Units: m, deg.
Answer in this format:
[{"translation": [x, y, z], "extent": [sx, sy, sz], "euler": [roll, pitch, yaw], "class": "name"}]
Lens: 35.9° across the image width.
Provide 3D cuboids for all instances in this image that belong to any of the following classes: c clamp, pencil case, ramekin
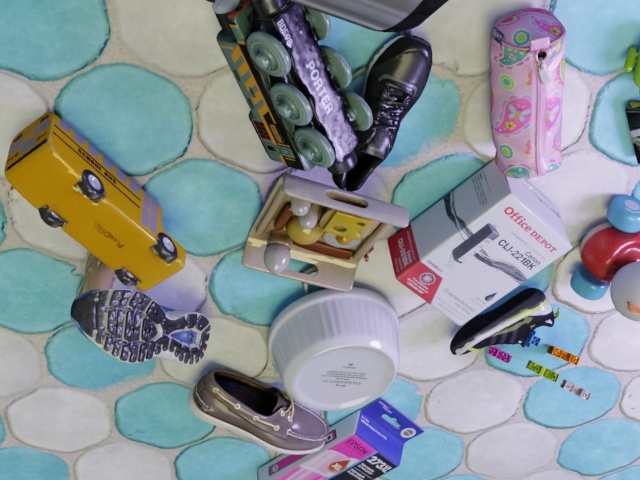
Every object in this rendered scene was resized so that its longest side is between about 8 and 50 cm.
[{"translation": [-0.006, 0.104, 1.934], "extent": [0.137, 0.022, 0.161], "euler": [-8, 132, 0], "class": "c clamp"}, {"translation": [0.340, -0.235, 1.615], "extent": [0.124, 0.124, 0.284], "euler": [-9, 133, 1], "class": "pencil case"}, {"translation": [0.035, 0.226, 1.961], "extent": [0.273, 0.127, 0.273], "euler": [-7, 136, -7], "class": "ramekin"}]

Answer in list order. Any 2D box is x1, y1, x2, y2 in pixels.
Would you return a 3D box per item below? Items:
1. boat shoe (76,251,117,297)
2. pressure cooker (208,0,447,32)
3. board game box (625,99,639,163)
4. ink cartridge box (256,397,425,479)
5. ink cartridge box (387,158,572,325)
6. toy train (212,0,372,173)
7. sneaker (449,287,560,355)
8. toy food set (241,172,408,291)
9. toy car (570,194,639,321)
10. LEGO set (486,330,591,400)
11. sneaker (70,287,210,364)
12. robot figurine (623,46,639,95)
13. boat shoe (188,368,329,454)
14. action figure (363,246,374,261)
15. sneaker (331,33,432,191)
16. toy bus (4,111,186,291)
[{"translation": [-0.407, 0.075, 1.823], "extent": [0.068, 0.072, 0.190], "euler": [12, 129, -17], "class": "boat shoe"}, {"translation": [-0.021, -0.481, 1.184], "extent": [0.420, 0.370, 0.375], "euler": [14, 125, -23], "class": "pressure cooker"}, {"translation": [0.659, -0.178, 1.674], "extent": [0.259, 0.030, 0.136], "euler": [7, 139, 34], "class": "board game box"}, {"translation": [0.048, 0.505, 2.274], "extent": [0.371, 0.069, 0.176], "euler": [-35, 127, 19], "class": "ink cartridge box"}, {"translation": [0.293, 0.006, 1.824], "extent": [0.273, 0.114, 0.197], "euler": [-39, 124, 24], "class": "ink cartridge box"}, {"translation": [-0.052, -0.245, 1.517], "extent": [0.142, 0.190, 0.334], "euler": [-48, 131, -25], "class": "toy train"}, {"translation": [0.374, 0.189, 1.998], "extent": [0.234, 0.084, 0.097], "euler": [-32, 103, 20], "class": "sneaker"}, {"translation": [0.000, 0.000, 1.726], "extent": [0.219, 0.092, 0.306], "euler": [15, 153, -12], "class": "toy food set"}, {"translation": [0.612, 0.077, 1.846], "extent": [0.210, 0.238, 0.219], "euler": [7, 130, -13], "class": "toy car"}, {"translation": [0.468, 0.246, 2.079], "extent": [0.227, 0.093, 0.087], "euler": [26, 90, 5], "class": "LEGO set"}, {"translation": [-0.350, 0.160, 1.816], "extent": [0.147, 0.130, 0.330], "euler": [8, 169, 30], "class": "sneaker"}, {"translation": [0.555, -0.291, 1.626], "extent": [0.101, 0.067, 0.115], "euler": [16, 135, 18], "class": "robot figurine"}, {"translation": [-0.115, 0.360, 2.089], "extent": [0.324, 0.116, 0.097], "euler": [24, 128, -19], "class": "boat shoe"}, {"translation": [0.082, -0.003, 1.848], "extent": [0.038, 0.030, 0.115], "euler": [-11, 134, -2], "class": "action figure"}, {"translation": [0.106, -0.196, 1.614], "extent": [0.107, 0.124, 0.283], "euler": [17, 127, -21], "class": "sneaker"}, {"translation": [-0.373, -0.057, 1.672], "extent": [0.108, 0.130, 0.332], "euler": [-32, 128, 19], "class": "toy bus"}]
